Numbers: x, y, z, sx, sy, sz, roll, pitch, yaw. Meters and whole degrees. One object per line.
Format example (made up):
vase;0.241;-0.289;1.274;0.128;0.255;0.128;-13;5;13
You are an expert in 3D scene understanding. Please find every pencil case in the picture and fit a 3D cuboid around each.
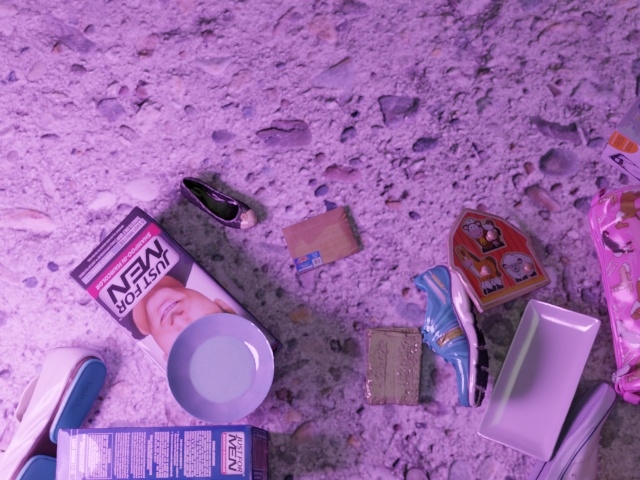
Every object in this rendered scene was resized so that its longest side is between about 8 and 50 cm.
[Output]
pencil case;0.579;0.092;1.778;0.160;0.167;0.386;-19;71;44

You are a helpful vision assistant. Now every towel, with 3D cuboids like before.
towel;0.137;0.232;1.866;0.110;0.027;0.148;0;77;6

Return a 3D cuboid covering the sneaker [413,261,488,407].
sneaker;0.241;0.176;1.839;0.109;0.107;0.275;-16;67;14

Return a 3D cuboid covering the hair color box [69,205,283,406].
hair color box;-0.270;0.132;1.894;0.374;0.113;0.185;43;86;13

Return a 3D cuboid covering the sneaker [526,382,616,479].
sneaker;0.453;0.373;1.775;0.091;0.094;0.258;36;84;-11

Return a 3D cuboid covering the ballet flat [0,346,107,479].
ballet flat;-0.534;0.378;1.879;0.139;0.139;0.400;22;77;11

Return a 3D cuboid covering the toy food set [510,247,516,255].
toy food set;0.332;0.042;1.886;0.082;0.020;0.083;-12;77;5

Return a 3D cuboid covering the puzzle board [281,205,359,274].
puzzle board;0.000;0.000;1.942;0.128;0.011;0.097;-21;77;3

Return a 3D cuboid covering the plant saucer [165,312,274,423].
plant saucer;-0.175;0.227;1.785;0.194;0.037;0.195;-1;78;5

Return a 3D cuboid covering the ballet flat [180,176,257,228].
ballet flat;-0.202;-0.070;1.962;0.173;0.049;0.058;27;83;12

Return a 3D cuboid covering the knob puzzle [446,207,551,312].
knob puzzle;0.314;0.018;1.843;0.213;0.030;0.213;9;58;-14

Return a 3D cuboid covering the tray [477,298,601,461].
tray;0.395;0.249;1.811;0.145;0.030;0.271;17;80;35

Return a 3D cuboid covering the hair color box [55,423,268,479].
hair color box;-0.277;0.389;1.807;0.347;0.174;0.105;-2;76;6

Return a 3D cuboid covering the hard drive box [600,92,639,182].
hard drive box;0.636;-0.145;1.808;0.232;0.181;0.089;34;84;14
